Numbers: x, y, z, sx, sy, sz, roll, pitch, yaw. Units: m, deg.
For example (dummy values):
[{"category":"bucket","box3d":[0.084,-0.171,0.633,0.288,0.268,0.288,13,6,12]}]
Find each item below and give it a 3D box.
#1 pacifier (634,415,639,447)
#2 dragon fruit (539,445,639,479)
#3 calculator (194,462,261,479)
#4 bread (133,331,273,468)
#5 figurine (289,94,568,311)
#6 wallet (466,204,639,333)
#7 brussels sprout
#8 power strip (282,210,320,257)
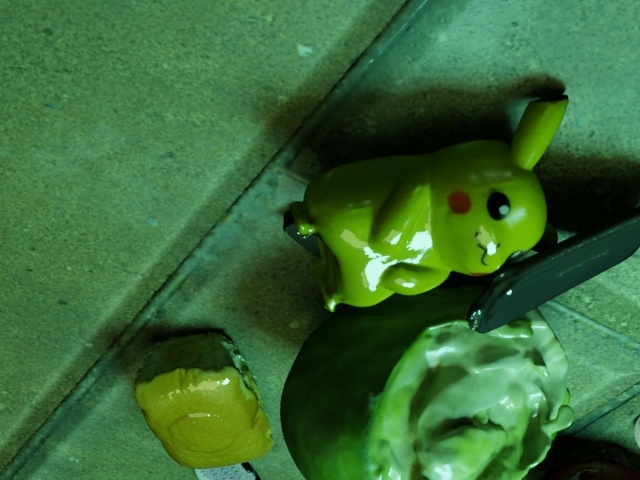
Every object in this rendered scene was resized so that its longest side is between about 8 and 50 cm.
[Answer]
[{"category":"pacifier","box3d":[0.525,0.285,1.673,0.099,0.081,0.078,-2,178,45]},{"category":"dragon fruit","box3d":[0.433,0.449,1.733,0.250,0.250,0.315,-11,133,18]},{"category":"calculator","box3d":[-0.156,0.406,1.902,0.103,0.024,0.166,-11,133,17]},{"category":"bread","box3d":[-0.169,0.242,1.649,0.174,0.121,0.245,-4,135,12]},{"category":"figurine","box3d":[0.136,-0.025,1.279,0.326,0.169,0.218,-9,131,12]},{"category":"wallet","box3d":[0.287,0.031,1.309,0.250,0.044,0.149,-24,161,-17]},{"category":"brussels sprout","box3d":[0.129,0.200,1.449,0.371,0.315,0.276,-30,107,-11]},{"category":"power strip","box3d":[0.000,0.000,1.427,0.038,0.029,0.111,-29,128,32]}]
